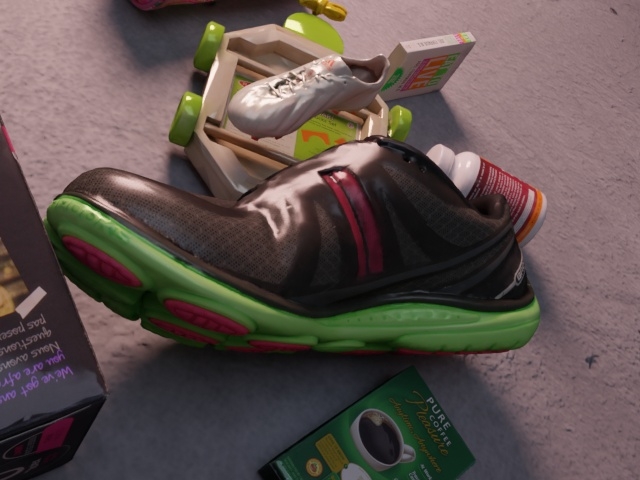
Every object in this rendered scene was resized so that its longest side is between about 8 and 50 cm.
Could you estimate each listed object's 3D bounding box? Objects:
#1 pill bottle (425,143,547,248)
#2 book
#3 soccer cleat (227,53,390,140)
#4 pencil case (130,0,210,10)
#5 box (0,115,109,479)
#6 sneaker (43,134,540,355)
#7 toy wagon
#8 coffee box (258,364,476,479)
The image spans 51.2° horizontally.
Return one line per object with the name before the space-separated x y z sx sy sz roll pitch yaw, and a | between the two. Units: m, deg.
pill bottle | 0.195 -0.055 0.826 0.152 0.086 0.086 27 51 -12
book | 0.134 -0.236 0.901 0.144 0.096 0.035 -21 73 -37
soccer cleat | -0.010 -0.157 0.691 0.196 0.076 0.068 -23 73 -38
pencil case | -0.120 -0.359 0.826 0.284 0.124 0.124 -26 76 -38
box | -0.268 0.033 0.452 0.143 0.165 0.270 -15 69 -35
sneaker | 0.000 0.000 0.602 0.483 0.185 0.202 9 76 -37
toy wagon | -0.021 -0.160 0.784 0.267 0.068 0.344 20 52 -18
coffee box | 0.048 0.203 0.605 0.184 0.040 0.113 -26 76 -38
